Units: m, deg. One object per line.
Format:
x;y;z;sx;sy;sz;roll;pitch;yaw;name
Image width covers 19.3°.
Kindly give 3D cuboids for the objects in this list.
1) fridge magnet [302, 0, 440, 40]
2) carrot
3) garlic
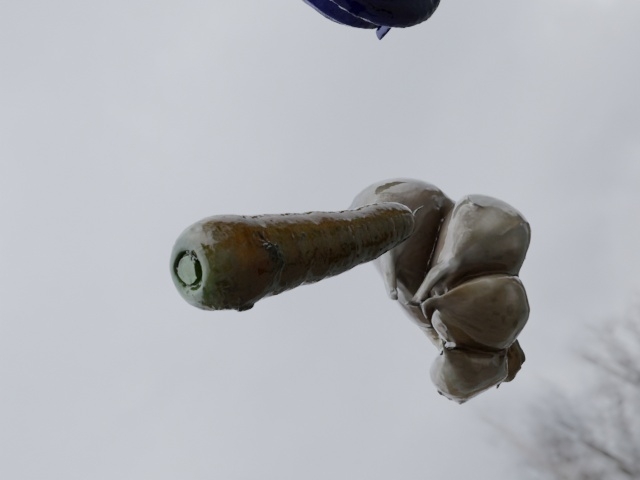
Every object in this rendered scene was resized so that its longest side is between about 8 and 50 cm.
0.033;-0.358;2.283;0.112;0.265;0.265;-45;-7;36;fridge magnet
0.000;0.000;1.520;0.298;0.078;0.078;-14;-49;-47;carrot
0.123;0.051;1.987;0.292;0.210;0.237;63;-145;-62;garlic
